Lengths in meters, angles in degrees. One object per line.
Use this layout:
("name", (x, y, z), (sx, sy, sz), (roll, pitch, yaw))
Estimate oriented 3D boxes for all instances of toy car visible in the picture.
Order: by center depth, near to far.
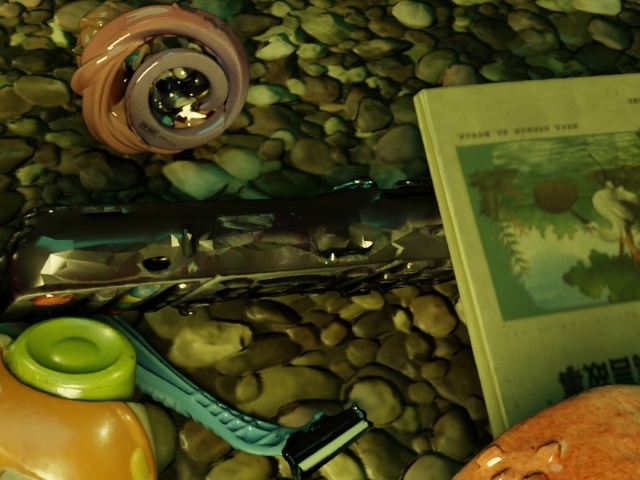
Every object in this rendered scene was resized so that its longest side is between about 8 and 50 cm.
("toy car", (-0.203, 0.137, 0.686), (0.235, 0.145, 0.235), (7, 29, -4))

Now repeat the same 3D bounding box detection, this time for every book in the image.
("book", (0.176, 0.033, 0.834), (0.215, 0.025, 0.282), (-8, 75, -25))

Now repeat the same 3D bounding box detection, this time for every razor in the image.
("razor", (-0.096, 0.081, 0.862), (0.253, 0.042, 0.082), (26, 29, 22))

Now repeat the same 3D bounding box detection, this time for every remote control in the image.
("remote control", (0.000, 0.000, 0.857), (0.399, 0.144, 0.062), (-4, 80, -23))

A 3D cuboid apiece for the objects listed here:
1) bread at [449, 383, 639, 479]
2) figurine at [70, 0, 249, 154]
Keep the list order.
("bread", (0.140, 0.173, 0.667), (0.224, 0.211, 0.142), (-12, 42, -19))
("figurine", (-0.137, -0.121, 1.035), (0.157, 0.126, 0.114), (17, 83, 47))
